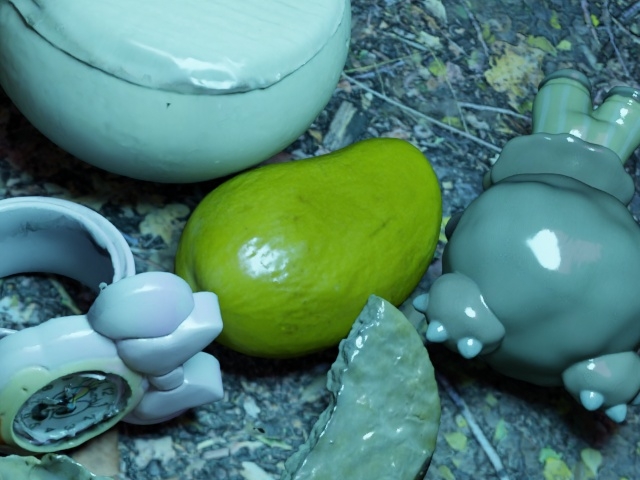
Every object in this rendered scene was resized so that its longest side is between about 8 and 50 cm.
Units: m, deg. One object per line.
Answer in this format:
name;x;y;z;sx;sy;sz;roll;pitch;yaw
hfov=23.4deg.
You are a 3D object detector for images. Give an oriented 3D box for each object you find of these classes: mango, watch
mango;0.002;0.007;1.515;0.331;0.142;0.195;-20;69;-34
watch;-0.233;0.058;1.386;0.248;0.211;0.217;-17;55;-17

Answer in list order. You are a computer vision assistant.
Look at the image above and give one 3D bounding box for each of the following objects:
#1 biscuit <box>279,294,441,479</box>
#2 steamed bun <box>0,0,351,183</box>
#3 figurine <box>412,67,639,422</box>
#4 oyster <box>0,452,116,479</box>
biscuit;0.043;0.188;1.432;0.133;0.032;0.250;32;75;-23
steamed bun;-0.159;-0.210;1.543;0.374;0.241;0.374;8;50;-9
figurine;0.248;-0.011;1.563;0.248;0.203;0.381;26;54;-10
oyster;-0.320;0.257;1.268;0.341;0.110;0.166;-24;72;-32
